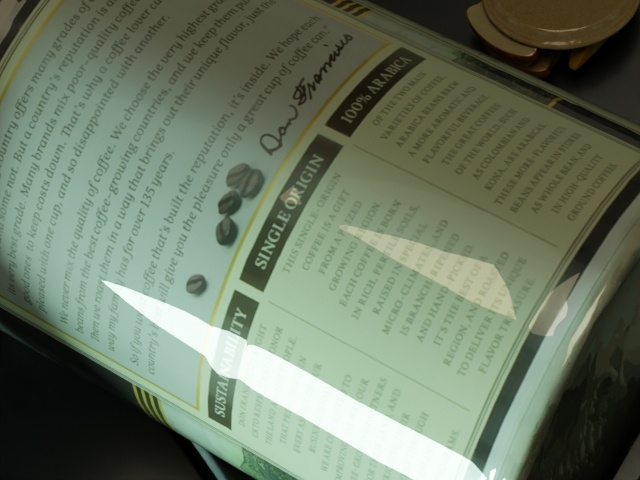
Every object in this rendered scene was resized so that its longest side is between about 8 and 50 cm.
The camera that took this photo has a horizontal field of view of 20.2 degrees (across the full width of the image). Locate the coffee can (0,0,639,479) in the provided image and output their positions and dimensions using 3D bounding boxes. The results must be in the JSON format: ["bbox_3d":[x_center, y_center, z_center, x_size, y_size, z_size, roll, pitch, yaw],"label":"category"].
[{"bbox_3d":[0.000,0.000,0.741,0.275,0.201,0.201,28,72,21],"label":"coffee can"}]

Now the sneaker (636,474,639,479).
[{"bbox_3d":[0.130,0.136,0.704,0.106,0.078,0.234,22,67,-19],"label":"sneaker"}]

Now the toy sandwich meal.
[{"bbox_3d":[0.116,-0.114,0.875,0.085,0.029,0.086,-4,53,6],"label":"toy sandwich meal"}]
